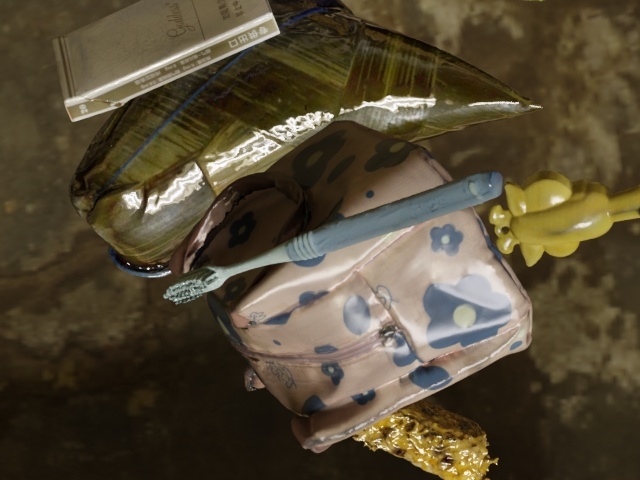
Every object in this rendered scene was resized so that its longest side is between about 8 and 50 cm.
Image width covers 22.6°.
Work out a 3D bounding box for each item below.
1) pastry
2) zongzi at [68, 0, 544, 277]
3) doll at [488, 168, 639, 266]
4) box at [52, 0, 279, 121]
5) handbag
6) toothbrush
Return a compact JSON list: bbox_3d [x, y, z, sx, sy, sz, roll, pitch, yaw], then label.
[{"bbox_3d":[0.079,0.160,1.357,0.140,0.080,0.056,26,106,-9],"label":"pastry"},{"bbox_3d":[-0.028,-0.093,1.781,0.403,0.432,0.208,-54,151,-16],"label":"zongzi"},{"bbox_3d":[0.325,-0.040,1.726,0.086,0.291,0.117,-62,135,-61],"label":"doll"},{"bbox_3d":[-0.140,-0.180,1.420,0.198,0.109,0.029,-23,131,3],"label":"box"},{"bbox_3d":[0.013,0.033,1.194,0.193,0.251,0.190,-36,108,-8],"label":"handbag"},{"bbox_3d":[0.000,0.000,0.822,0.019,0.219,0.016,-33,102,-53],"label":"toothbrush"}]
